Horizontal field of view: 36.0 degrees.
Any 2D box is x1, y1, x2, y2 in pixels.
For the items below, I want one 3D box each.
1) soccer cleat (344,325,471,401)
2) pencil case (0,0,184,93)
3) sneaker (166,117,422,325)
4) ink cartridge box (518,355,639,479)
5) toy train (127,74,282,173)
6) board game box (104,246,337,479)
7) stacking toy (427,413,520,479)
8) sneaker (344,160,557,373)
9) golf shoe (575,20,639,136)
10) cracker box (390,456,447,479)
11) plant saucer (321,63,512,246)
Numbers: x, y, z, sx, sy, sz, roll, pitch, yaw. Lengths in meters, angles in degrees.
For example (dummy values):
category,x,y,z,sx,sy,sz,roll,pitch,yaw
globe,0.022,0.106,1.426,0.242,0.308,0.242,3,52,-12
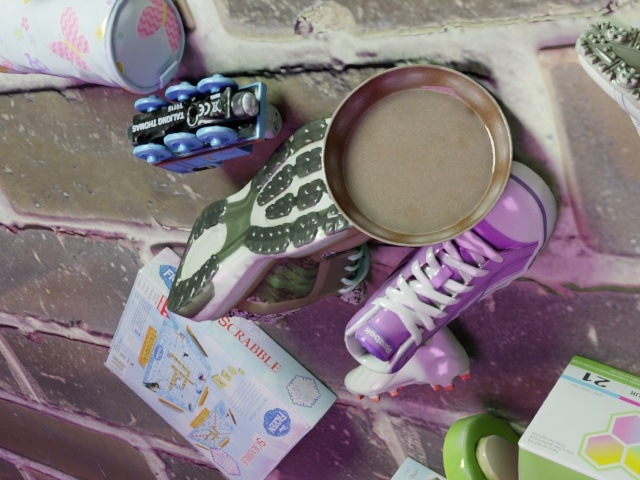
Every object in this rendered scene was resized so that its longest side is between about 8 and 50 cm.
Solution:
category,x,y,z,sx,sy,sz,roll,pitch,yaw
soccer cleat,0.094,0.138,1.143,0.196,0.068,0.076,-19,95,50
pencil case,-0.280,-0.231,1.100,0.273,0.113,0.124,12,129,36
sneaker,0.000,0.000,1.075,0.182,0.158,0.410,24,149,-29
ink cartridge box,0.267,0.250,0.910,0.189,0.255,0.097,19,136,31
toy train,-0.124,-0.124,1.064,0.184,0.105,0.080,-9,75,37
board game box,-0.161,0.205,1.451,0.318,0.066,0.318,42,144,5
stacking toy,0.228,0.318,1.021,0.130,0.309,0.279,-32,86,38
sneaker,0.114,0.047,0.947,0.102,0.161,0.282,42,143,7
golf shoe,0.259,-0.091,0.751,0.176,0.069,0.086,40,150,9
cracker box,0.166,0.398,1.242,0.232,0.156,0.067,27,141,25
plant saucer,0.086,-0.074,0.879,0.168,0.168,0.029,33,176,16
